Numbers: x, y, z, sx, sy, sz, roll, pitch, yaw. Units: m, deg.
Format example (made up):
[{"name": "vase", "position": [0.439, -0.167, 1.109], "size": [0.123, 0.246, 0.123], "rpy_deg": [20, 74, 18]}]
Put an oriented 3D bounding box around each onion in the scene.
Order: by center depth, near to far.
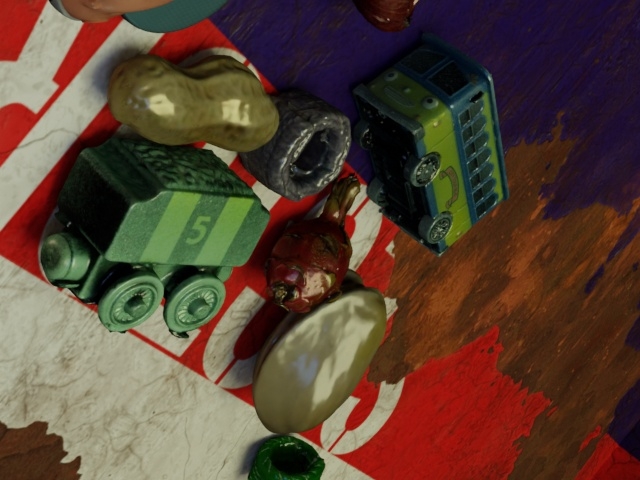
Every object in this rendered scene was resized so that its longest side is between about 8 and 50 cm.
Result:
[{"name": "onion", "position": [0.086, -0.375, 1.854], "size": [0.184, 0.147, 0.184], "rpy_deg": [-167, -90, -89]}]

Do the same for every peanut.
[{"name": "peanut", "position": [-0.158, -0.179, 1.760], "size": [0.274, 0.111, 0.125], "rpy_deg": [2, 116, -50]}]

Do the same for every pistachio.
[{"name": "pistachio", "position": [-0.014, 0.177, 2.202], "size": [0.197, 0.166, 0.288], "rpy_deg": [24, 95, -44]}]

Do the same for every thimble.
[{"name": "thimble", "position": [-0.036, -0.136, 1.949], "size": [0.150, 0.098, 0.150], "rpy_deg": [-31, 141, -29]}, {"name": "thimble", "position": [-0.060, 0.404, 2.394], "size": [0.130, 0.118, 0.090], "rpy_deg": [3, 124, -29]}]

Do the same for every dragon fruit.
[{"name": "dragon fruit", "position": [0.000, 0.000, 2.109], "size": [0.125, 0.125, 0.246], "rpy_deg": [112, 2, -77]}]

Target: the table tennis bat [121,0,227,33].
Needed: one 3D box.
[{"name": "table tennis bat", "position": [-0.126, -0.388, 1.672], "size": [0.329, 0.044, 0.215], "rpy_deg": [-45, 144, -6]}]

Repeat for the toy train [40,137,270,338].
[{"name": "toy train", "position": [-0.212, -0.005, 1.798], "size": [0.299, 0.167, 0.238], "rpy_deg": [2, 124, -50]}]

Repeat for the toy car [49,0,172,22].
[{"name": "toy car", "position": [-0.209, -0.352, 1.435], "size": [0.180, 0.212, 0.271], "rpy_deg": [-32, 128, -27]}]

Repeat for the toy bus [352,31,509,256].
[{"name": "toy bus", "position": [0.173, -0.144, 2.134], "size": [0.190, 0.152, 0.312], "rpy_deg": [-39, 144, -16]}]
